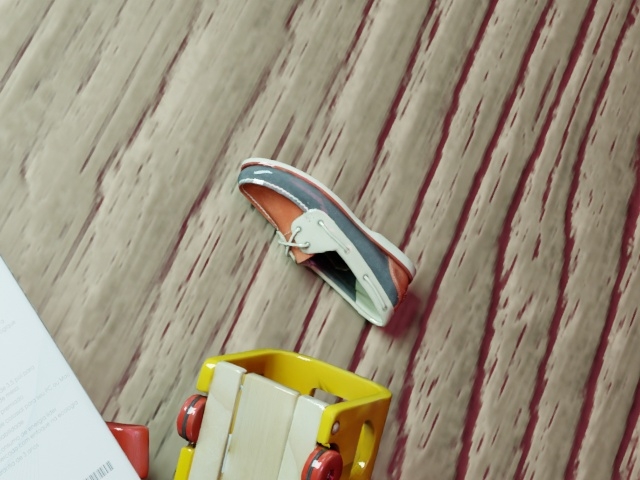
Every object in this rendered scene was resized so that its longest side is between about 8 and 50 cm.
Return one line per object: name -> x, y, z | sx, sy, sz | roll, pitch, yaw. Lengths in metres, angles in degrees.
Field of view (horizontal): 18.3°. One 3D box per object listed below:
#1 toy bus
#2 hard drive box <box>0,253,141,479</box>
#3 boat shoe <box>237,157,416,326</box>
toy bus -> -0.027, 0.162, 1.141 | 0.104, 0.202, 0.191 | -5, 68, -59
hard drive box -> -0.224, 0.101, 1.041 | 0.181, 0.089, 0.232 | -37, 102, -38
boat shoe -> 0.000, 0.000, 1.241 | 0.137, 0.049, 0.043 | 38, 64, -18
